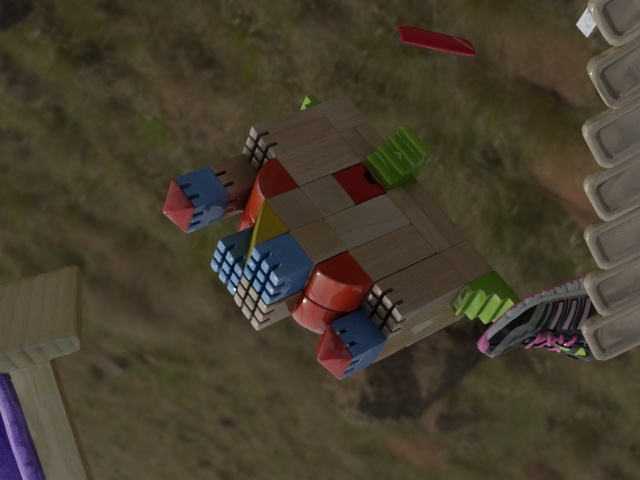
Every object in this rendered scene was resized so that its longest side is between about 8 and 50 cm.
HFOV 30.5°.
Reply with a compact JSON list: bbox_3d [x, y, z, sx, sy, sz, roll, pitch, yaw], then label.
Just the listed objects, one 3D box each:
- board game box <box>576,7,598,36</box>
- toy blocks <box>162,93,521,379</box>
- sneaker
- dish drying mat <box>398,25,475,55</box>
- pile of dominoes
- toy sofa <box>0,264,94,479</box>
[{"bbox_3d":[0.425,-0.354,1.654,0.026,0.103,0.154,50,171,7],"label":"board game box"},{"bbox_3d":[0.000,0.000,1.320,0.381,0.260,0.191,52,144,21],"label":"toy blocks"},{"bbox_3d":[0.231,0.085,1.120,0.075,0.170,0.063,63,154,17],"label":"sneaker"},{"bbox_3d":[0.124,-0.214,1.252,0.083,0.032,0.008,10,129,-17],"label":"dish drying mat"},{"bbox_3d":[0.224,-0.058,0.601,0.040,0.195,0.251,-104,4,-56],"label":"pile of dominoes"},{"bbox_3d":[-0.251,0.220,1.031,0.150,0.177,0.363,-115,13,-65],"label":"toy sofa"}]
